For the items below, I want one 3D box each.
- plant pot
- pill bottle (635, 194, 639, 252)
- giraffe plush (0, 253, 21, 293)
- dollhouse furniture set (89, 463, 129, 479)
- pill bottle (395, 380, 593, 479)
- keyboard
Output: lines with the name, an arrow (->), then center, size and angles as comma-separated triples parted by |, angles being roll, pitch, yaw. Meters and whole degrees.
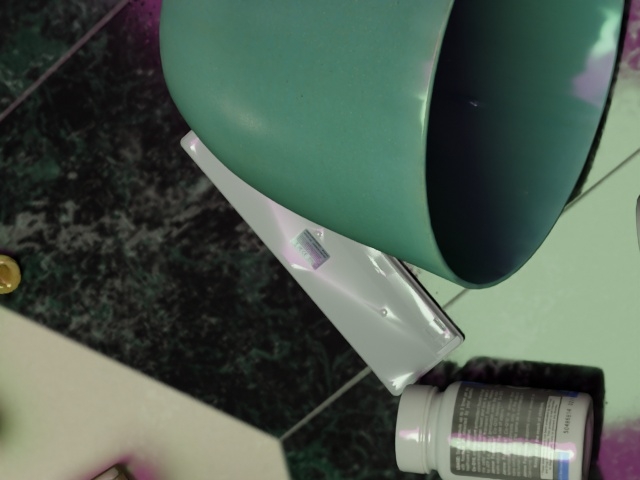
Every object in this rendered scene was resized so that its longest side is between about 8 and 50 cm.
plant pot -> 0.036, -0.138, 1.271 | 0.235, 0.293, 0.293 | 16, 105, 27
pill bottle -> 0.417, 0.007, 1.221 | 0.392, 0.224, 0.224 | -16, 96, 17
giraffe plush -> -0.318, 0.069, 1.481 | 0.210, 0.181, 0.170 | 37, 99, 42
dollhouse furniture set -> -0.148, 0.338, 1.367 | 0.198, 0.303, 0.286 | -37, 90, -5
pill bottle -> 0.128, 0.144, 1.400 | 0.137, 0.078, 0.078 | 5, 102, 14
keyboard -> 0.000, 0.000, 1.443 | 0.072, 0.014, 0.256 | -41, 88, 23
